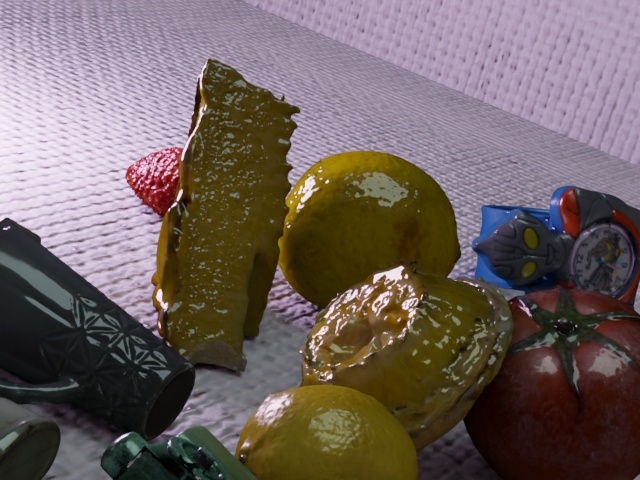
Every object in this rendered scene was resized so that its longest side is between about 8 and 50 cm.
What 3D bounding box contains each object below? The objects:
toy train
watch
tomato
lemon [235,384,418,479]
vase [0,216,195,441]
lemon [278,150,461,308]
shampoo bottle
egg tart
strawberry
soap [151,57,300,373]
[{"bbox_3d":[-0.073,0.291,1.230,0.307,0.126,0.189,42,-1,15],"label":"toy train"},{"bbox_3d":[0.352,0.022,2.261,0.305,0.241,0.274,7,5,-20],"label":"watch"},{"bbox_3d":[0.296,0.191,1.667,0.265,0.265,0.265,15,20,-5],"label":"tomato"},{"bbox_3d":[0.008,0.237,1.409,0.203,0.178,0.178,16,18,-22],"label":"lemon"},{"bbox_3d":[-0.297,0.116,1.566,0.301,0.156,0.251,29,38,18],"label":"vase"},{"bbox_3d":[0.066,-0.007,2.011,0.267,0.267,0.267,15,20,-5],"label":"lemon"},{"bbox_3d":[-0.389,0.175,1.388,0.234,0.087,0.118,24,24,20],"label":"shampoo bottle"},{"bbox_3d":[0.079,0.128,1.617,0.120,0.315,0.315,53,4,-26],"label":"egg tart"},{"bbox_3d":[-0.236,-0.100,2.211,0.148,0.131,0.131,38,28,30],"label":"strawberry"},{"bbox_3d":[-0.121,-0.039,1.811,0.169,0.339,0.304,10,19,-15],"label":"soap"}]
